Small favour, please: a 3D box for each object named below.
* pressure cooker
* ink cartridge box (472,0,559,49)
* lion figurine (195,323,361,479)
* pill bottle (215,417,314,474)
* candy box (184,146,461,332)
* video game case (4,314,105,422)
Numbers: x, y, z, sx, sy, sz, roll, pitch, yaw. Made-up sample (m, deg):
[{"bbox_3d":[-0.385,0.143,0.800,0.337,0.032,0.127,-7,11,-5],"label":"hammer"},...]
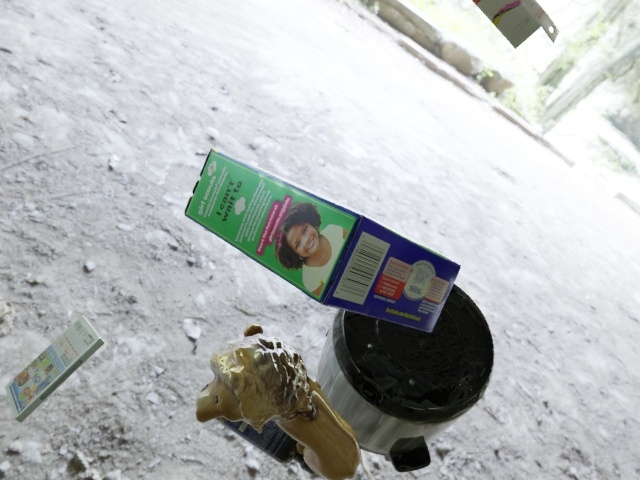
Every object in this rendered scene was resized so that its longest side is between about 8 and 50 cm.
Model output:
[{"bbox_3d":[0.174,0.304,1.289,0.375,0.420,0.370,30,54,11],"label":"pressure cooker"},{"bbox_3d":[0.390,-0.464,1.083,0.198,0.067,0.115,46,43,-5],"label":"ink cartridge box"},{"bbox_3d":[-0.029,0.263,0.806,0.392,0.142,0.240,43,-11,-27],"label":"lion figurine"},{"bbox_3d":[-0.084,0.341,1.017,0.219,0.123,0.123,33,30,4],"label":"pill bottle"},{"bbox_3d":[0.000,0.000,0.782,0.317,0.122,0.268,26,2,41],"label":"candy box"},{"bbox_3d":[-0.323,0.151,0.649,0.087,0.122,0.011,20,-30,51],"label":"video game case"}]
